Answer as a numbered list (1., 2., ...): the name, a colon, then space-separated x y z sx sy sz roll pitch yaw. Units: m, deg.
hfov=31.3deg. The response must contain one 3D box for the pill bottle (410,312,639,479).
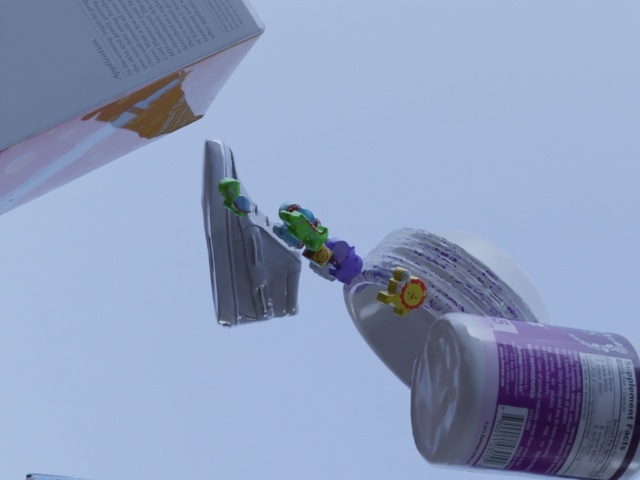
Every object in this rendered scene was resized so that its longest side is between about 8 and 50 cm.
1. pill bottle: 0.263 0.177 1.239 0.301 0.169 0.169 9 -72 -14

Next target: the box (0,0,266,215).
1. box: -0.263 -0.167 1.134 0.168 0.345 0.215 57 -30 4

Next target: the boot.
1. boot: -0.090 -0.015 1.537 0.123 0.095 0.258 -7 -77 -13

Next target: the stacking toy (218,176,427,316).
1. stacking toy: 0.000 0.000 1.294 0.167 0.221 0.052 23 -101 54

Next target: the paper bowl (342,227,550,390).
1. paper bowl: 0.178 0.100 1.460 0.284 0.148 0.284 38 -24 20

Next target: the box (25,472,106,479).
1. box: -0.053 0.211 0.705 0.293 0.201 0.057 7 -87 -6
